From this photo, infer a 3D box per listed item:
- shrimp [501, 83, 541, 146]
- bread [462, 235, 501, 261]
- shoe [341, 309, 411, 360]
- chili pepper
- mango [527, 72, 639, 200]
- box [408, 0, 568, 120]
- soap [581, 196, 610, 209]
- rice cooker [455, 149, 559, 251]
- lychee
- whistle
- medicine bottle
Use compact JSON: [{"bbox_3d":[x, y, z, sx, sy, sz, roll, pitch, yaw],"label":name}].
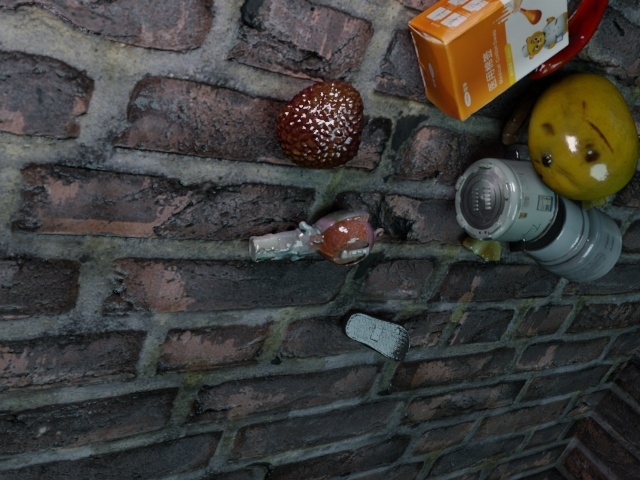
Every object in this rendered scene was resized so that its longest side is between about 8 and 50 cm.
[{"bbox_3d":[0.554,-0.338,1.771,0.099,0.041,0.180,1,120,-41],"label":"shrimp"},{"bbox_3d":[0.494,0.010,1.972,0.157,0.083,0.094,-2,121,-38],"label":"bread"},{"bbox_3d":[0.160,0.271,1.936,0.241,0.093,0.108,27,88,-24],"label":"shoe"},{"bbox_3d":[0.612,-0.521,1.649,0.368,0.092,0.137,-44,125,-10],"label":"chili pepper"},{"bbox_3d":[0.697,-0.290,1.695,0.445,0.301,0.220,-55,-179,-37],"label":"mango"},{"bbox_3d":[0.383,-0.464,1.466,0.341,0.143,0.225,-37,137,-9],"label":"box"},{"bbox_3d":[0.798,-0.221,1.942,0.092,0.037,0.252,-11,86,-32],"label":"soap"},{"bbox_3d":[0.513,-0.109,1.782,0.226,0.241,0.281,-1,83,-32],"label":"rice cooker"},{"bbox_3d":[-0.004,-0.237,1.344,0.188,0.188,0.188,-20,133,-23],"label":"lychee"},{"bbox_3d":[0.001,0.000,1.569,0.346,0.134,0.142,-9,164,-22],"label":"whistle"},{"bbox_3d":[0.766,-0.017,2.036,0.306,0.245,0.245,22,108,-35],"label":"medicine bottle"}]
